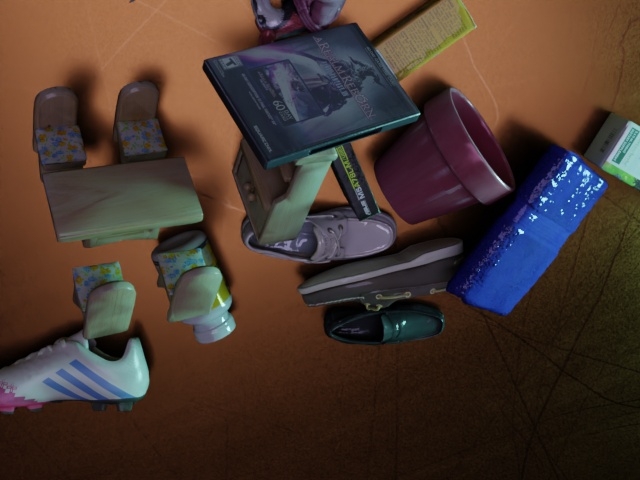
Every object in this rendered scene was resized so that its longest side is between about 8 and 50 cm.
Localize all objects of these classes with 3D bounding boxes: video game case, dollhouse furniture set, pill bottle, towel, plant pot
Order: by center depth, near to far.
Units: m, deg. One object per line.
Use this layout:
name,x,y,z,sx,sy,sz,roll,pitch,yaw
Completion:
video game case,-0.011,-0.222,1.414,0.274,0.026,0.196,-21,67,-27
dollhouse furniture set,-0.210,-0.098,1.443,0.394,0.362,0.256,-9,152,-23
plant pot,0.198,-0.125,1.589,0.180,0.201,0.201,-32,108,23
towel,0.351,-0.018,1.637,0.308,0.076,0.227,-55,146,10
pill bottle,-0.216,0.083,1.661,0.103,0.103,0.184,-21,108,3

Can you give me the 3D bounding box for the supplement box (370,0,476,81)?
supplement box,0.138,-0.318,1.571,0.233,0.078,0.080,-36,107,8

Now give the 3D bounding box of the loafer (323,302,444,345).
loafer,0.117,0.158,1.721,0.223,0.078,0.076,0,108,-4

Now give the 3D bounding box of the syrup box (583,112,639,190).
syrup box,0.591,-0.122,1.657,0.237,0.096,0.093,28,104,-11

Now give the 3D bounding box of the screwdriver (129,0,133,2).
screwdriver,-0.239,-0.429,1.542,0.170,0.024,0.025,-33,136,13

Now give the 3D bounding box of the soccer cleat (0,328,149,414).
soccer cleat,-0.474,0.229,1.698,0.331,0.116,0.143,0,92,-6

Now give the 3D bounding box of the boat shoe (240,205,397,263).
boat shoe,0.000,0.000,1.653,0.277,0.096,0.098,-3,107,-3

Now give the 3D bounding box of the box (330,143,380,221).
box,0.032,-0.142,1.564,0.045,0.184,0.191,-25,109,-1

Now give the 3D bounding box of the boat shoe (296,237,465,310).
boat shoe,0.113,0.076,1.680,0.305,0.109,0.091,-15,103,-3

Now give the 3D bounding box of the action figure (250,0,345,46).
action figure,0.023,-0.439,1.496,0.275,0.248,0.370,28,104,-40
